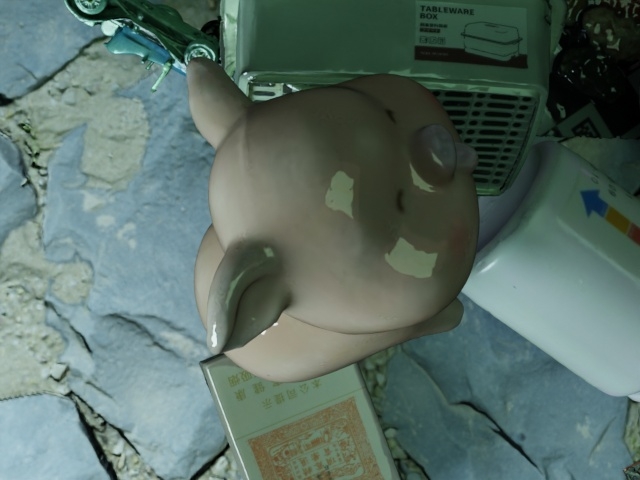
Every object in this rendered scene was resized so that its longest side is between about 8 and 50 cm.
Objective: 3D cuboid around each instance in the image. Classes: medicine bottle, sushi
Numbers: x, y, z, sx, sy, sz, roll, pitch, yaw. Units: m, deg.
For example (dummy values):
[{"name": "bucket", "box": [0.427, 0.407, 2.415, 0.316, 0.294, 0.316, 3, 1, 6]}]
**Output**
[{"name": "medicine bottle", "box": [0.278, 0.049, 1.121, 0.293, 0.170, 0.170, 34, 82, -8]}, {"name": "sushi", "box": [0.280, -0.214, 1.191, 0.231, 0.047, 0.219, 1, 89, -12]}]

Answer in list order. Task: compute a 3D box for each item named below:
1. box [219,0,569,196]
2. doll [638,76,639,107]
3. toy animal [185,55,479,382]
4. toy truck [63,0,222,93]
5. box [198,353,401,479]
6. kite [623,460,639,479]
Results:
[{"name": "box", "box": [0.056, -0.153, 1.041, 0.290, 0.220, 0.166, 4, 62, -2]}, {"name": "doll", "box": [0.428, -0.145, 1.117, 0.221, 0.251, 0.221, 0, 89, -10]}, {"name": "toy animal", "box": [0.000, 0.000, 0.943, 0.269, 0.326, 0.237, 14, 58, -36]}, {"name": "toy truck", "box": [-0.162, -0.189, 1.091, 0.154, 0.080, 0.078, 28, 117, -6]}, {"name": "box", "box": [-0.015, 0.182, 1.113, 0.141, 0.058, 0.201, -20, 93, -12]}, {"name": "kite", "box": [0.419, 0.279, 1.228, 0.244, 0.006, 0.198, 19, 84, -11]}]
